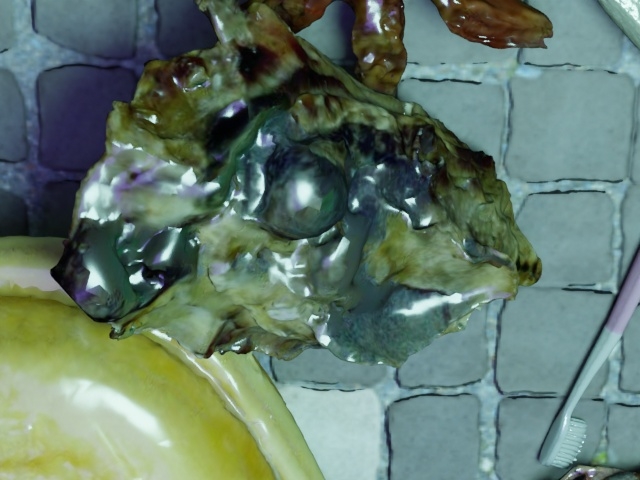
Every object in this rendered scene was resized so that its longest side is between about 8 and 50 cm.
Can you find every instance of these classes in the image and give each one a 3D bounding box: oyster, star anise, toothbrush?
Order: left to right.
[{"bbox_3d":[0.007,0.006,0.968,0.361,0.096,0.221,28,95,-37],"label":"oyster"},{"bbox_3d":[0.040,-0.190,0.944,0.288,0.088,0.288,5,137,5],"label":"star anise"},{"bbox_3d":[0.220,0.045,1.093,0.025,0.020,0.286,15,113,-13],"label":"toothbrush"}]

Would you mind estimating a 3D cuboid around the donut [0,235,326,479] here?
[{"bbox_3d":[-0.197,0.201,1.077,0.448,0.198,0.449,1,113,2],"label":"donut"}]

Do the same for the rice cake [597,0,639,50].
[{"bbox_3d":[0.212,-0.153,0.991,0.256,0.057,0.052,44,77,-12],"label":"rice cake"}]

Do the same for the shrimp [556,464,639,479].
[{"bbox_3d":[0.193,0.213,1.139,0.190,0.073,0.075,-26,66,2],"label":"shrimp"}]
